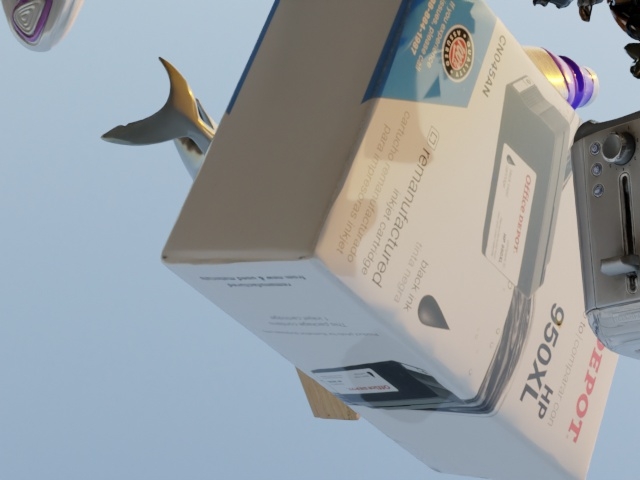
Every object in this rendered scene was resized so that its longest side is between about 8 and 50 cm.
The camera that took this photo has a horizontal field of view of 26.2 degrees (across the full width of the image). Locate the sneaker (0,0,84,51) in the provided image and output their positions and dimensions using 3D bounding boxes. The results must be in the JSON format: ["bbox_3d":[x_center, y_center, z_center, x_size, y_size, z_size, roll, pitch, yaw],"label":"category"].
[{"bbox_3d":[-0.256,-0.335,1.516,0.114,0.152,0.305,-4,-114,32],"label":"sneaker"}]

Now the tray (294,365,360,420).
[{"bbox_3d":[0.000,0.000,1.708,0.076,0.411,0.203,0,-146,31],"label":"tray"}]

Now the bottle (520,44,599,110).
[{"bbox_3d":[0.313,-0.229,2.022,0.283,0.092,0.118,-7,-116,-50],"label":"bottle"}]

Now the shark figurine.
[{"bbox_3d":[-0.115,-0.063,1.302,0.166,0.278,0.116,41,-91,1],"label":"shark figurine"}]

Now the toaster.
[{"bbox_3d":[0.261,0.005,0.880,0.227,0.146,0.129,15,161,-36],"label":"toaster"}]

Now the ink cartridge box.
[{"bbox_3d":[0.097,-0.006,1.141,0.166,0.395,0.285,-1,-121,42],"label":"ink cartridge box"}]

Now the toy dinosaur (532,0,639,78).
[{"bbox_3d":[0.248,-0.216,1.001,0.322,0.164,0.218,-9,-152,-15],"label":"toy dinosaur"}]
